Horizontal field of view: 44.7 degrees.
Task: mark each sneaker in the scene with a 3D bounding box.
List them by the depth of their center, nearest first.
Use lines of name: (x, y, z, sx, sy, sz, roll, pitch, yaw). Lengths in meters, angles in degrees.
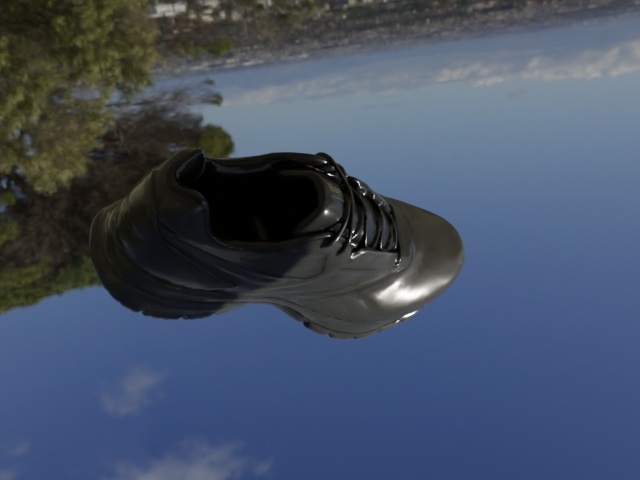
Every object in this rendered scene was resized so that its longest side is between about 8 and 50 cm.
sneaker: (0.000, 0.000, 0.530, 0.286, 0.109, 0.130, 1, 154, -34)
